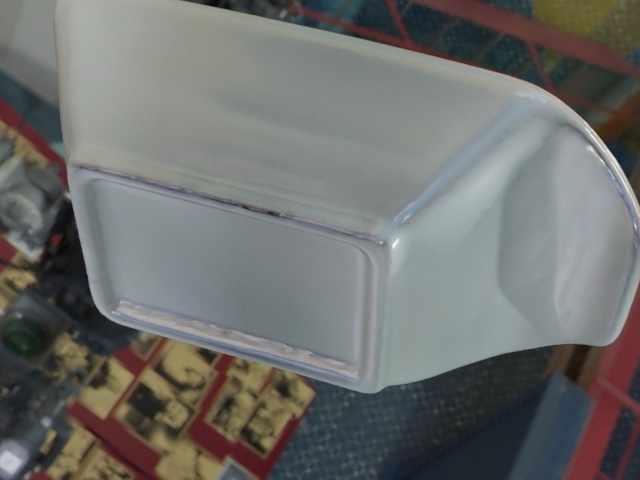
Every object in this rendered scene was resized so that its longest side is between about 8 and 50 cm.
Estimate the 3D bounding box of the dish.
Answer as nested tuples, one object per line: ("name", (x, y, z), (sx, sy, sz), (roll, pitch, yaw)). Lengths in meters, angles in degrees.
("dish", (0.000, 0.000, 0.446), (0.154, 0.234, 0.064), (90, 18, -48))
